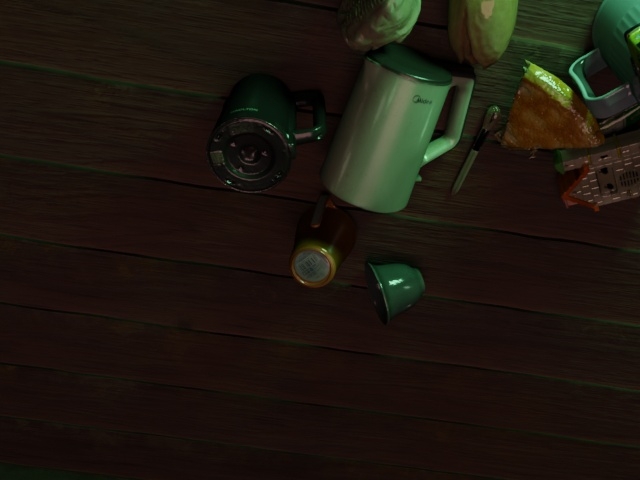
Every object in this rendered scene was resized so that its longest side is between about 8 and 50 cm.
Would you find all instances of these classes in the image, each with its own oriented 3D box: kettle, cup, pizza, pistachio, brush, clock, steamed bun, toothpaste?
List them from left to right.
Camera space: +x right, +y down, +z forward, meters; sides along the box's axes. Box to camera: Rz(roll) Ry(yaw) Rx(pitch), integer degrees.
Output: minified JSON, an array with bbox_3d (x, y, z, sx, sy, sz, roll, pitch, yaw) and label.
[{"bbox_3d":[-0.139,-0.298,1.829,0.262,0.308,0.203,-32,118,23],"label":"kettle"},{"bbox_3d":[0.000,0.000,2.079,0.182,0.264,0.226,3,115,10],"label":"cup"},{"bbox_3d":[0.149,-0.534,1.716,0.144,0.211,0.218,30,131,-29],"label":"steamed bun"},{"bbox_3d":[0.237,0.143,2.229,0.150,0.199,0.199,-17,125,-9],"label":"cup"},{"bbox_3d":[0.217,-0.289,1.889,0.361,0.250,0.377,3,126,-25],"label":"kettle"},{"bbox_3d":[0.423,-0.240,2.014,0.039,0.042,0.299,-9,135,-35],"label":"brush"},{"bbox_3d":[0.386,-0.551,1.725,0.162,0.181,0.293,21,130,34],"label":"pistachio"},{"bbox_3d":[0.551,-0.319,1.888,0.280,0.075,0.287,47,151,-11],"label":"pizza"},{"bbox_3d":[0.777,-0.188,1.989,0.255,0.106,0.220,-13,135,21],"label":"clock"},{"bbox_3d":[0.802,-0.323,1.940,0.248,0.047,0.078,-32,124,24],"label":"toothpaste"},{"bbox_3d":[0.767,-0.447,1.686,0.331,0.311,0.257,-4,125,5],"label":"cup"}]

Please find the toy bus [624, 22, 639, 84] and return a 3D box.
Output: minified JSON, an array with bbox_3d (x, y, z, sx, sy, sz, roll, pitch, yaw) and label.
[{"bbox_3d":[0.730,-0.323,1.494,0.128,0.150,0.262,-23,121,17],"label":"toy bus"}]
